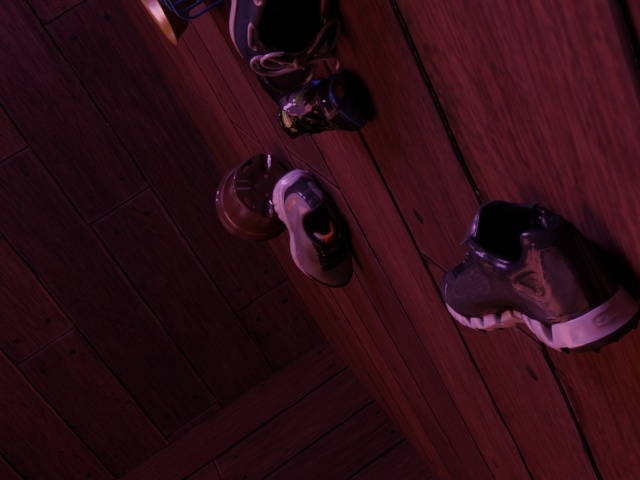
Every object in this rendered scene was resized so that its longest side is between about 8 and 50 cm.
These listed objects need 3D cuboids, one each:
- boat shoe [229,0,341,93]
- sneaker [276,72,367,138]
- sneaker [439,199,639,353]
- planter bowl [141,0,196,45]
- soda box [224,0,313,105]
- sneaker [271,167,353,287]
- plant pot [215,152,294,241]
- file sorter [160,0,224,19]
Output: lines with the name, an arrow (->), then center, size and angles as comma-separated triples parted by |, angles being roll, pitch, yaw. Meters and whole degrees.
boat shoe -> -0.029, -0.202, 0.763 | 0.254, 0.095, 0.079 | 99, 149, -67
sneaker -> -0.004, -0.139, 0.908 | 0.067, 0.078, 0.188 | 58, 172, -16
sneaker -> 0.144, 0.016, 0.630 | 0.106, 0.078, 0.234 | 60, 169, -8
planter bowl -> -0.237, -0.409, 1.230 | 0.217, 0.090, 0.217 | 55, 173, 10
soda box -> -0.061, -0.236, 0.957 | 0.060, 0.053, 0.169 | 52, 171, 37
sneaker -> 0.000, 0.000, 1.447 | 0.108, 0.100, 0.272 | 42, 165, 43
plant pot -> -0.116, -0.090, 1.621 | 0.167, 0.167, 0.165 | 56, 166, 1
file sorter -> -0.167, -0.346, 0.986 | 0.170, 0.104, 0.118 | 46, 168, 54
